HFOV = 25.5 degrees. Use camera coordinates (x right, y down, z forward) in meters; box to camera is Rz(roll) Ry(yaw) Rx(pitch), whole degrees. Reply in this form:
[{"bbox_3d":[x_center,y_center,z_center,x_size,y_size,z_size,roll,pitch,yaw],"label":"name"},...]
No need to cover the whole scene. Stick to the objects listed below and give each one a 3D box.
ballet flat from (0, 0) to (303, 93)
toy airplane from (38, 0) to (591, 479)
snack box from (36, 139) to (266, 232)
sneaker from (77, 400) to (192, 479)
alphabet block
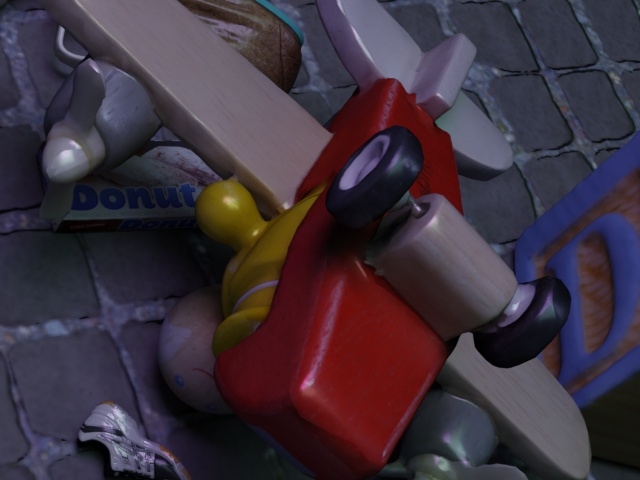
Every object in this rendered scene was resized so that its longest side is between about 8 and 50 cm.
[{"bbox_3d":[-0.173,-0.193,1.037,0.342,0.116,0.124,37,68,-10],"label":"ballet flat"},{"bbox_3d":[0.000,0.000,0.918,0.384,0.272,0.386,14,40,-57],"label":"toy airplane"},{"bbox_3d":[-0.111,-0.040,1.015,0.178,0.022,0.064,-2,64,-32],"label":"snack box"},{"bbox_3d":[-0.118,0.141,0.895,0.083,0.032,0.037,39,62,3],"label":"sneaker"},{"bbox_3d":[0.283,0.057,1.076,0.197,0.193,0.192,15,56,-22],"label":"alphabet block"}]
